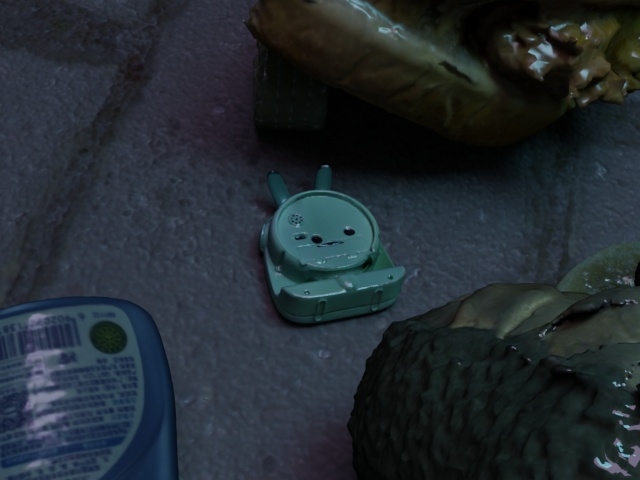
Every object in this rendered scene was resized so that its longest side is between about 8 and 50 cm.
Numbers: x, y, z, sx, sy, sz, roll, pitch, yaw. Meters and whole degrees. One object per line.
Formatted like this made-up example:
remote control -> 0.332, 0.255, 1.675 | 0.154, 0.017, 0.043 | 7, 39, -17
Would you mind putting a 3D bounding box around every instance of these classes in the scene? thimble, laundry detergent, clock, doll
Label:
thimble -> -0.026, -0.143, 1.058 | 0.062, 0.084, 0.110 | 3, 52, -6
laundry detergent -> -0.148, 0.175, 0.776 | 0.143, 0.094, 0.290 | -4, 54, -20
clock -> 0.000, 0.000, 0.971 | 0.101, 0.041, 0.135 | -11, 53, -18
doll -> 0.145, 0.123, 0.695 | 0.247, 0.349, 0.247 | 0, 94, -2

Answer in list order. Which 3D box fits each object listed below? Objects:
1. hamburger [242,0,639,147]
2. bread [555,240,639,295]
hamburger -> 0.171, -0.233, 1.027 | 0.287, 0.268, 0.445 | 42, 34, 5
bread -> 0.234, 0.059, 0.963 | 0.112, 0.036, 0.193 | 19, 50, 8
